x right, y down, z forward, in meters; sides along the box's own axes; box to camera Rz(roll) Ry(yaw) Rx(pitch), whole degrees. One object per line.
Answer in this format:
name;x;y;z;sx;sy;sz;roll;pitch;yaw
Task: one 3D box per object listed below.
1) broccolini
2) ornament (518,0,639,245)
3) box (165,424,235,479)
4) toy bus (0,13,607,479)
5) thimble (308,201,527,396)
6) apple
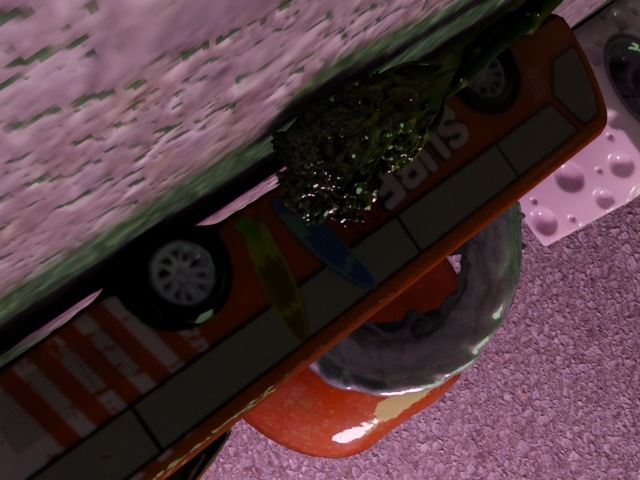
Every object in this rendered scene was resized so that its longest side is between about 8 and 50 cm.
broccolini;0.064;-0.086;0.419;0.054;0.051;0.239;19;-133;36
ornament;0.403;-0.180;1.327;0.239;0.240;0.240;-35;179;-39
box;-0.246;0.296;0.597;0.420;0.138;0.373;-57;177;3
toy bus;0.000;0.000;0.459;0.409;0.092;0.093;-35;180;-28
thimble;0.079;0.025;0.834;0.250;0.205;0.172;-42;178;8
apple;0.026;0.123;1.180;0.348;0.277;0.348;-38;179;-1
